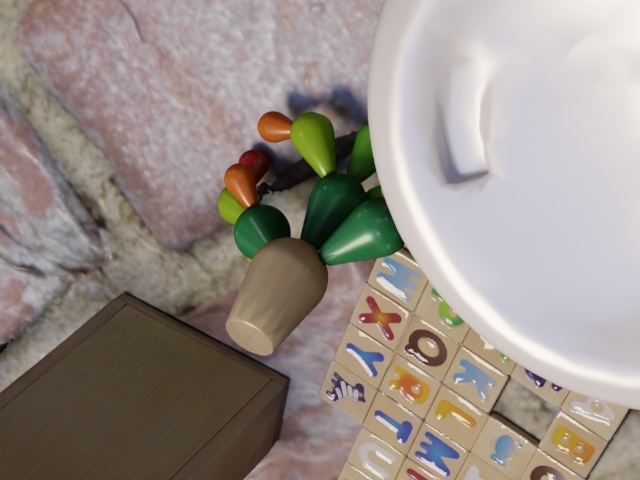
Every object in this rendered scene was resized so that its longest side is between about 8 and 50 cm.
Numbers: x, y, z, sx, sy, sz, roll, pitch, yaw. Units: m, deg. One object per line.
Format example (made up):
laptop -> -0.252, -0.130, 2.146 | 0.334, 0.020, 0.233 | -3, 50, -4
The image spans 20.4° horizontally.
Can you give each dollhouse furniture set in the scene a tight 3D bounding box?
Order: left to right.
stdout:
dollhouse furniture set -> -0.179, 0.284, 1.364 | 0.362, 0.256, 0.394 | 26, 129, 19

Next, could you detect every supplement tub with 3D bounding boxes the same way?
supplement tub -> 0.193, -0.089, 0.809 | 0.241, 0.331, 0.241 | 12, 115, 26

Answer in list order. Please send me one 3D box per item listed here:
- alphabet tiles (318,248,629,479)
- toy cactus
alphabet tiles -> 0.090, 0.137, 1.256 | 0.198, 0.009, 0.237 | 33, 130, 13
toy cactus -> 0.000, 0.000, 1.130 | 0.219, 0.180, 0.112 | 8, 142, 36
